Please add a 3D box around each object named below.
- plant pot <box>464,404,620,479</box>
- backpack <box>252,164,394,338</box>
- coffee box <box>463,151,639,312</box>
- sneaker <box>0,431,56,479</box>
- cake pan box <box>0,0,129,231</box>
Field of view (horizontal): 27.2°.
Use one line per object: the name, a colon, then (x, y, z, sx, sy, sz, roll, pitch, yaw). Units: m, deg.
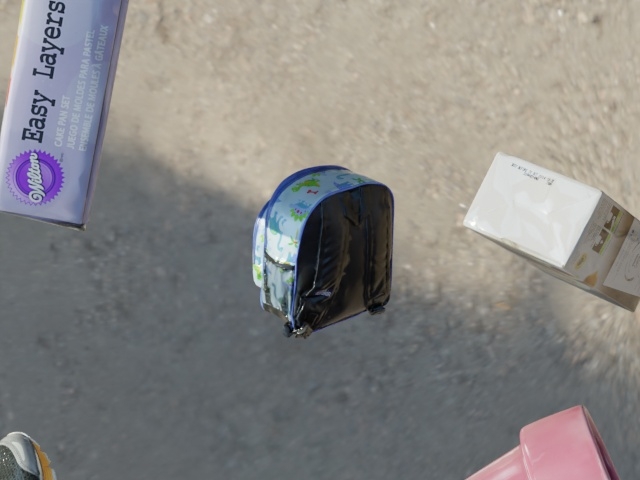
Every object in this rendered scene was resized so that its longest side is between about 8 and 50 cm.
plant pot: (0.152, 0.245, 0.980, 0.180, 0.201, 0.201, -24, 83, 10)
backpack: (0.000, 0.000, 1.008, 0.084, 0.105, 0.114, 32, 126, 42)
coffee box: (0.292, -0.006, 1.546, 0.141, 0.246, 0.098, 27, 91, 35)
sneaker: (-0.260, 0.249, 1.044, 0.083, 0.084, 0.215, 13, 52, -21)
cake pan box: (-0.170, -0.157, 0.898, 0.070, 0.267, 0.246, 11, 102, -14)
